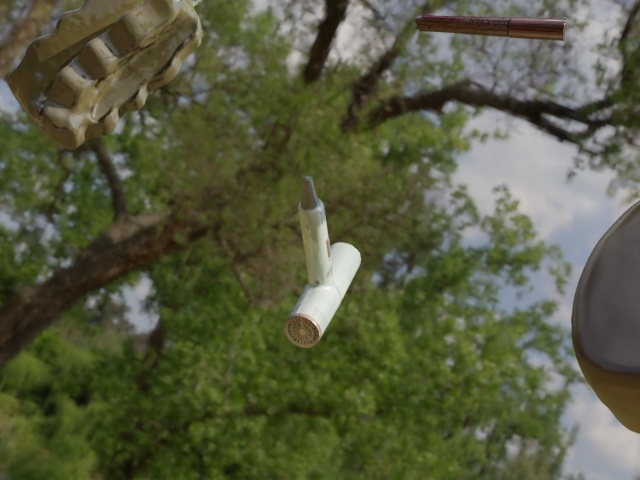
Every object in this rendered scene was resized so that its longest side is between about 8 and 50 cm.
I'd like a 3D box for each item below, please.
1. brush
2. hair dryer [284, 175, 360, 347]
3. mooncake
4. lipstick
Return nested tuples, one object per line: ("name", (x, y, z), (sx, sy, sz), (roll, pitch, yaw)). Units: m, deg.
("brush", (-0.080, -0.178, 0.786), (0.084, 0.301, 0.071), (45, -5, 44))
("hair dryer", (0.002, -0.005, 1.182), (0.044, 0.155, 0.183), (7, -60, 14))
("mooncake", (0.327, 0.068, 0.970), (0.234, 0.235, 0.117), (11, -26, 45))
("lipstick", (0.196, -0.250, 1.334), (0.176, 0.027, 0.027), (6, -18, 16))
